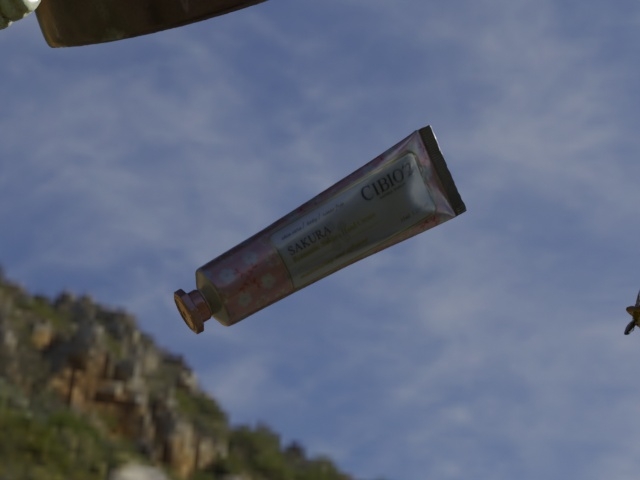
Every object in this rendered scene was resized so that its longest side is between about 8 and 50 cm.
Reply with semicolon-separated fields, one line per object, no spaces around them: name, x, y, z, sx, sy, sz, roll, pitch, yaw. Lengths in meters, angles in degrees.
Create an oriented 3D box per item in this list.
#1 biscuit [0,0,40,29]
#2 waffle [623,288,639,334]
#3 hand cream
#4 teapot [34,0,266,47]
biscuit;-0.147;-0.175;0.802;0.040;0.199;0.121;-31;-66;20
waffle;0.337;-0.047;1.488;0.062;0.329;0.329;31;-31;4
hand cream;0.000;0.000;1.245;0.209;0.067;0.043;-30;14;-16
teapot;-0.101;-0.332;1.426;0.314;0.233;0.312;-11;-75;12
